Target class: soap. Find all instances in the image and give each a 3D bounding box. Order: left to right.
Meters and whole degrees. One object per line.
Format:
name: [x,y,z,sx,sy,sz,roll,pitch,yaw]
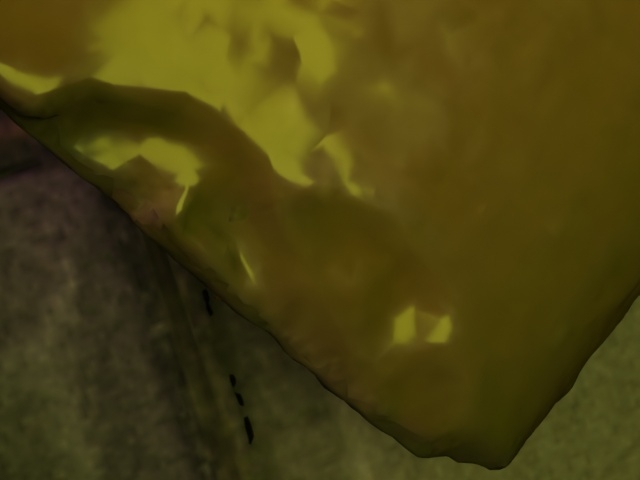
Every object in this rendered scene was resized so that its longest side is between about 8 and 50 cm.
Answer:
soap: [0.072,-0.162,0.612,0.306,0.115,0.427,42,79,-14]

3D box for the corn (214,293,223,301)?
corn: [0.000,0.000,0.642,0.083,0.028,0.027,-16,104,-15]
